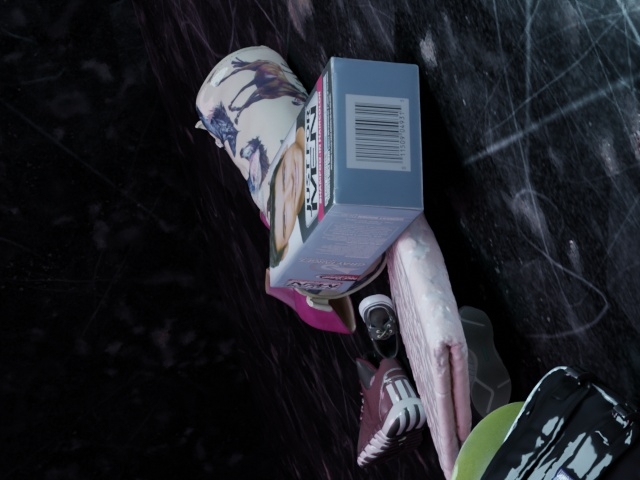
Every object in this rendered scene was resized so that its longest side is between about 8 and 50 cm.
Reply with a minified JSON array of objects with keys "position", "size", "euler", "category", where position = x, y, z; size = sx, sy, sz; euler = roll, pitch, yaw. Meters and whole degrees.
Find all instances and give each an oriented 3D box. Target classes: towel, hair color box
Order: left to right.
[{"position":[0.023,-0.071,1.699],"size":[0.374,0.114,0.185],"euler":[127,144,-69],"category":"hair color box"},{"position":[0.139,0.102,1.736],"size":[0.317,0.053,0.331],"euler":[79,177,-46],"category":"towel"}]

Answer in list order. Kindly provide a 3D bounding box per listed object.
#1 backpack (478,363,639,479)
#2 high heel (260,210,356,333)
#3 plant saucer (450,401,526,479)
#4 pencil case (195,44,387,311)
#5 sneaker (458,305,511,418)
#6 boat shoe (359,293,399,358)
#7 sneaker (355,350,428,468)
[{"position":[0.245,0.276,1.269],"size":[0.191,0.253,0.225],"euler":[38,-179,-28],"category":"backpack"},{"position":[0.000,0.000,2.280],"size":[0.181,0.127,0.377],"euler":[27,144,21],"category":"high heel"},{"position":[0.239,0.294,1.434],"size":[0.037,0.241,0.241],"euler":[-13,100,53],"category":"plant saucer"},{"position":[-0.046,-0.097,2.044],"size":[0.183,0.160,0.410],"euler":[-55,52,39],"category":"pencil case"},{"position":[0.206,0.153,1.708],"size":[0.061,0.054,0.152],"euler":[-128,24,-79],"category":"sneaker"},{"position":[0.090,0.124,1.913],"size":[0.142,0.049,0.040],"euler":[68,-177,-57],"category":"boat shoe"},{"position":[0.106,0.273,2.254],"size":[0.281,0.106,0.162],"euler":[115,137,-60],"category":"sneaker"}]
